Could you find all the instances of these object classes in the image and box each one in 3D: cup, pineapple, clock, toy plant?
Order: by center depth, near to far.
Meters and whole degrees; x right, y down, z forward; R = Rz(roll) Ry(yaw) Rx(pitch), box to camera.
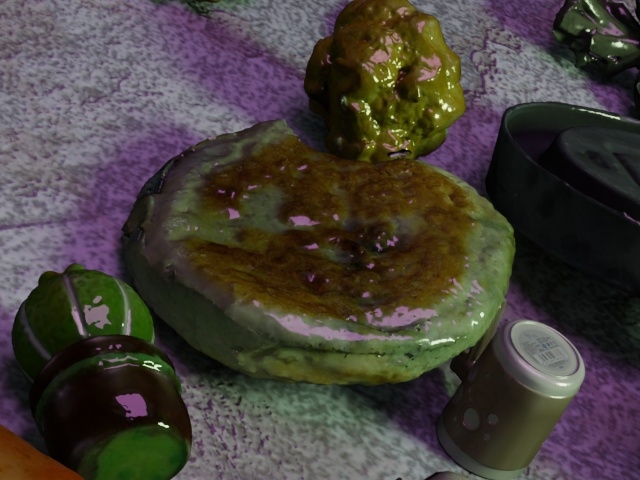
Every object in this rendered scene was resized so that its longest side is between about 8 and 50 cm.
[{"bbox_3d":[-0.140,0.081,1.195,0.093,0.092,0.162,5,37,-32],"label":"toy plant"},{"bbox_3d":[0.138,0.103,1.365,0.074,0.099,0.102,25,33,-9],"label":"cup"},{"bbox_3d":[0.292,-0.025,1.616,0.319,0.066,0.319,18,21,-7],"label":"clock"},{"bbox_3d":[0.378,-0.168,1.895,0.310,0.141,0.170,23,58,4],"label":"pineapple"}]

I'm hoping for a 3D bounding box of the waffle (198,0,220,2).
[{"bbox_3d":[-0.123,-0.276,1.729,0.161,0.046,0.192,8,38,-30],"label":"waffle"}]

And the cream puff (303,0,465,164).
[{"bbox_3d":[0.042,-0.121,1.576,0.146,0.146,0.116,39,51,15],"label":"cream puff"}]

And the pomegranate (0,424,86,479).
[{"bbox_3d":[-0.187,0.186,0.921,0.209,0.209,0.209,20,34,-14],"label":"pomegranate"}]

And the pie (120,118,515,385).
[{"bbox_3d":[-0.001,0.004,1.389,0.303,0.067,0.302,7,33,-5],"label":"pie"}]

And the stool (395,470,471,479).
[{"bbox_3d":[0.099,0.219,1.167,0.125,0.121,0.217,7,44,-28],"label":"stool"}]
